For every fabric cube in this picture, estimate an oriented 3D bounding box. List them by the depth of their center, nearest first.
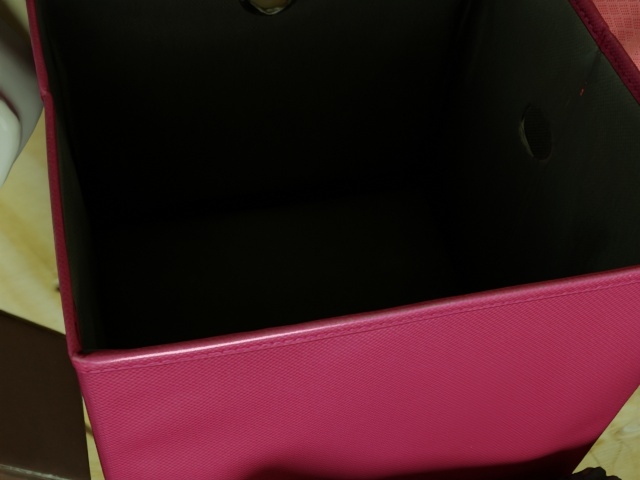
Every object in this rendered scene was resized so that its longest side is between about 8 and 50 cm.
[{"bbox_3d":[0.000,0.000,0.477,0.254,0.259,0.258,-9,145,-12],"label":"fabric cube"}]

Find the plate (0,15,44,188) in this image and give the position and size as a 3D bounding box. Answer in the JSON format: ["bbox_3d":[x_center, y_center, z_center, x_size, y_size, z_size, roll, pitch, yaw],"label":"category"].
[{"bbox_3d":[-0.218,-0.002,0.351,0.277,0.045,0.278,-59,171,-9],"label":"plate"}]

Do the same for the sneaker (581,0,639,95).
[{"bbox_3d":[0.185,-0.061,0.572,0.116,0.136,0.314,-15,143,-2],"label":"sneaker"}]

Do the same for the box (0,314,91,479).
[{"bbox_3d":[-0.353,0.103,0.566,0.191,0.143,0.381,-34,139,20],"label":"box"}]

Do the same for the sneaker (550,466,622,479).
[{"bbox_3d":[0.090,0.156,0.433,0.300,0.111,0.121,16,125,-46],"label":"sneaker"}]
